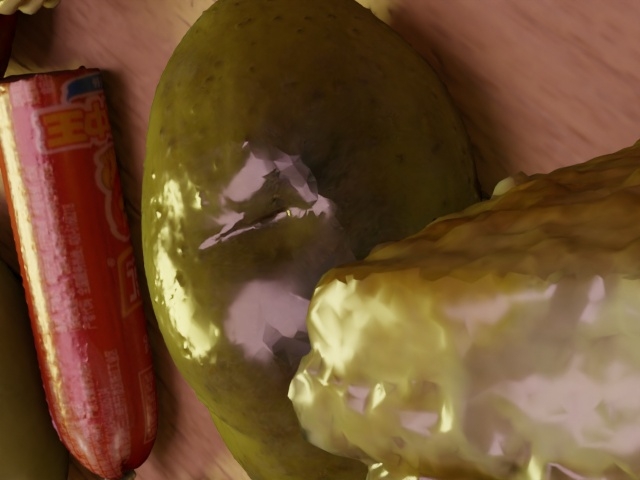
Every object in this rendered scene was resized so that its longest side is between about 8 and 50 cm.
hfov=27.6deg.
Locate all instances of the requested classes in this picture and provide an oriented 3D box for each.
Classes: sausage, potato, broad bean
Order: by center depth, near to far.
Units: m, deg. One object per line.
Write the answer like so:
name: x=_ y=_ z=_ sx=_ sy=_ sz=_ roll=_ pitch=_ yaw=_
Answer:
potato: x=0.000 y=0.000 z=0.623 sx=0.169 sy=0.143 sz=0.248 roll=-14 pitch=87 yaw=5
sausage: x=-0.147 y=0.030 z=0.805 sx=0.074 sy=0.074 sz=0.274 roll=-2 pitch=100 yaw=42
broad bean: x=-0.273 y=0.083 z=0.896 sx=0.291 sy=0.119 sz=0.238 roll=49 pitch=137 yaw=22

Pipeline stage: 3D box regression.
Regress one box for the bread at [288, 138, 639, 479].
bread: x=0.178 y=0.158 z=0.434 sx=0.264 sy=0.239 sz=0.395 roll=1 pitch=104 yaw=42

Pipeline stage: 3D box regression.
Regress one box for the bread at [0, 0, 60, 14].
bread: x=-0.182 y=-0.250 z=0.692 sx=0.133 sy=0.179 sz=0.250 roll=-25 pitch=84 yaw=47

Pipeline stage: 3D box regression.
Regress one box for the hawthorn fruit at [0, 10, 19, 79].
hawthorn fruit: x=-0.267 y=-0.180 z=0.810 sx=0.181 sy=0.181 sz=0.235 roll=15 pitch=89 yaw=39
